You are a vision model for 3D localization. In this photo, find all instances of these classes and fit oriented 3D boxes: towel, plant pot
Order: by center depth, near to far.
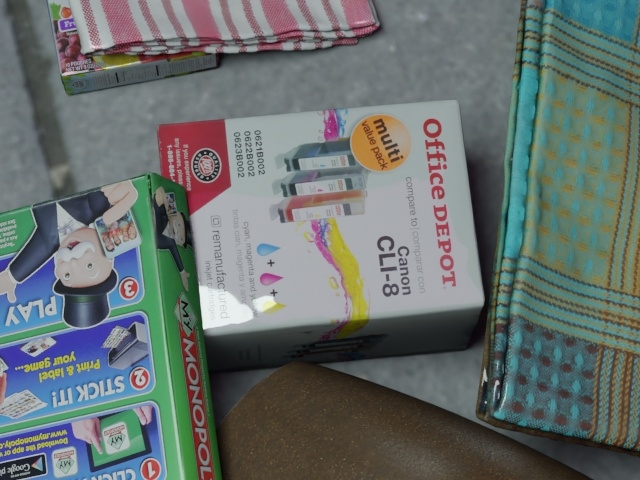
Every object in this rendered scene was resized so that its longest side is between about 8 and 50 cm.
[{"bbox_3d":[0.044,0.177,1.092,0.230,0.215,0.215,37,78,22],"label":"plant pot"},{"bbox_3d":[0.231,-0.049,1.171,0.271,0.040,0.370,14,74,-20],"label":"towel"},{"bbox_3d":[-0.066,-0.186,1.219,0.197,0.029,0.144,-6,75,-26],"label":"towel"}]

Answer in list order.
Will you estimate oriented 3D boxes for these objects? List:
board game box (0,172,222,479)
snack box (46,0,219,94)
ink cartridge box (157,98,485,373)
[{"bbox_3d":[-0.210,0.103,1.106,0.317,0.046,0.213,-14,76,22],"label":"board game box"},{"bbox_3d":[-0.124,-0.170,1.244,0.100,0.037,0.141,-10,76,-5],"label":"snack box"},{"bbox_3d":[0.000,0.000,1.158,0.176,0.127,0.128,-6,76,-3],"label":"ink cartridge box"}]
